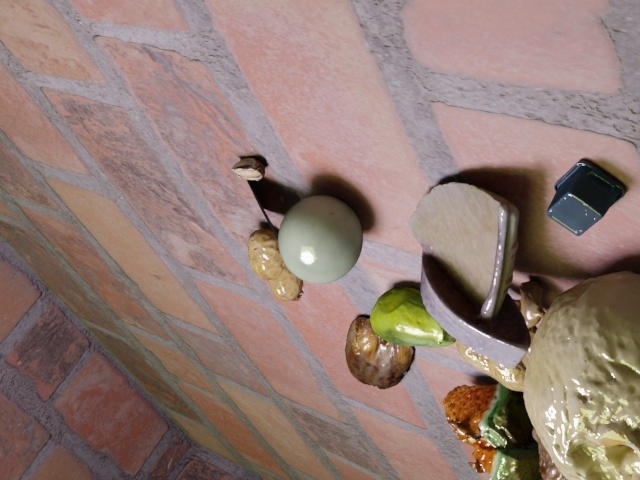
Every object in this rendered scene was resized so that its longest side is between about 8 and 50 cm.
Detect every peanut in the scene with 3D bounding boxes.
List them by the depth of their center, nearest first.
[{"bbox_3d":[0.324,0.215,1.891,0.174,0.080,0.080,28,157,23],"label":"peanut"},{"bbox_3d":[-0.092,0.054,2.141,0.089,0.089,0.193,13,149,42],"label":"peanut"}]

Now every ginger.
[{"bbox_3d":[0.323,0.121,1.679,0.149,0.065,0.258,-48,67,35],"label":"ginger"}]

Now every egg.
[{"bbox_3d":[0.000,0.000,1.822,0.149,0.149,0.192,30,159,13],"label":"egg"}]

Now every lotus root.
[{"bbox_3d":[-0.126,-0.131,1.897,0.037,0.030,0.083,41,159,-30],"label":"lotus root"},{"bbox_3d":[0.111,0.272,2.302,0.167,0.078,0.329,32,157,14],"label":"lotus root"}]

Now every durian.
[{"bbox_3d":[0.167,0.155,1.955,0.139,0.101,0.250,45,156,-23],"label":"durian"}]

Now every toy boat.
[{"bbox_3d":[0.228,0.026,1.584,0.276,0.111,0.293,36,138,54],"label":"toy boat"}]

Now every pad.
[{"bbox_3d":[-0.097,-0.036,1.952,0.190,0.004,0.127,59,175,37],"label":"pad"}]

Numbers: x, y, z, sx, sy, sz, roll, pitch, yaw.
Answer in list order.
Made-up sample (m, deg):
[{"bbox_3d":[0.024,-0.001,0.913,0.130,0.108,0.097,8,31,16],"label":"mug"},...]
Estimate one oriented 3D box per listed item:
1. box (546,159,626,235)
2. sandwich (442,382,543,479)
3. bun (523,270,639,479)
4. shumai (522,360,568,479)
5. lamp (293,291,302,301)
[{"bbox_3d":[0.344,-0.051,1.361,0.074,0.054,0.099,33,157,1],"label":"box"},{"bbox_3d":[0.358,0.345,2.017,0.301,0.250,0.162,20,111,52],"label":"sandwich"},{"bbox_3d":[0.435,0.229,1.449,0.349,0.227,0.352,8,119,36],"label":"bun"},{"bbox_3d":[0.482,0.282,1.756,0.346,0.217,0.283,-37,74,51],"label":"shumai"},{"bbox_3d":[-0.078,0.096,2.284,0.083,0.031,0.063,33,156,14],"label":"lamp"}]
